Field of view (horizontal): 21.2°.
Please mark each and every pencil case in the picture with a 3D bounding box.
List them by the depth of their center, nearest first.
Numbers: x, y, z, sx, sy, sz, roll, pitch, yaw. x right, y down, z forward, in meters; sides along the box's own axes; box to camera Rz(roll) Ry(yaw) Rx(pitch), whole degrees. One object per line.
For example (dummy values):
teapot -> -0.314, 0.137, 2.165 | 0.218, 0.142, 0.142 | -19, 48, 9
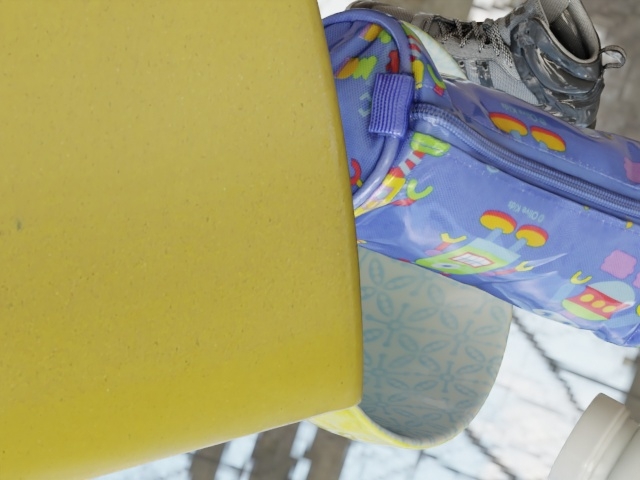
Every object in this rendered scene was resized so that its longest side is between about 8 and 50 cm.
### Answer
pencil case -> 0.109, -0.027, 0.957 | 0.306, 0.119, 0.133 | 19, 159, -38

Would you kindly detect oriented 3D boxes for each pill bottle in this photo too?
pill bottle -> 0.296, 0.215, 1.393 | 0.208, 0.118, 0.117 | 31, -163, 16

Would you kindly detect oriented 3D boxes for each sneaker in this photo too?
sneaker -> 0.155, -0.191, 1.605 | 0.268, 0.153, 0.101 | 26, -133, 2

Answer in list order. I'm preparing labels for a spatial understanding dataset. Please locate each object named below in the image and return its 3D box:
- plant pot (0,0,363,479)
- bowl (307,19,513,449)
plant pot -> -0.114, -0.046, 0.623 | 0.212, 0.187, 0.212 | -10, -153, -40
bowl -> 0.000, 0.000, 1.176 | 0.156, 0.290, 0.289 | -6, 178, 34
